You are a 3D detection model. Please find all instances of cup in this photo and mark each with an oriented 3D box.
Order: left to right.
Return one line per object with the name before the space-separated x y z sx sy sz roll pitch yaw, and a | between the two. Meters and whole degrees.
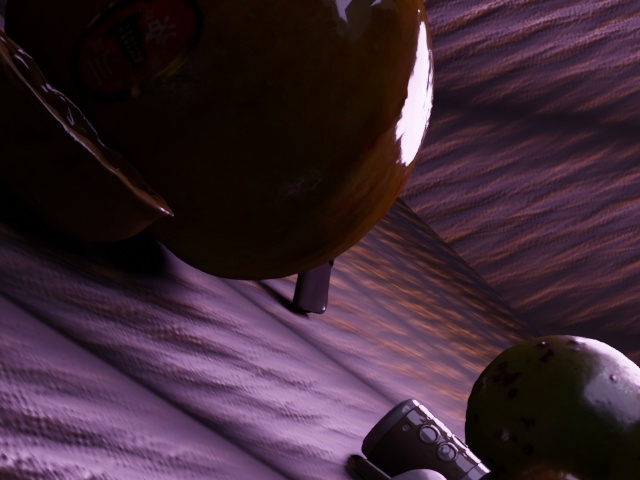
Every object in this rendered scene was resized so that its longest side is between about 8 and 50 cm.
cup | 0.081 0.203 1.732 0.099 0.102 0.074 45 -31 14

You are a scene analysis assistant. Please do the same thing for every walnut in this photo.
walnut | -0.215 -0.068 1.506 0.211 0.087 0.167 47 0 2

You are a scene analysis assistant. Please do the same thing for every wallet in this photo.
wallet | 0.000 0.000 2.072 0.018 0.157 0.082 10 -5 22

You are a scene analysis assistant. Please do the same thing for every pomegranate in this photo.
pomegranate | 0.237 0.208 1.965 0.231 0.231 0.286 46 19 16

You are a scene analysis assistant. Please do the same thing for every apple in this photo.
apple | -0.077 -0.164 1.737 0.400 0.333 0.400 50 2 -2

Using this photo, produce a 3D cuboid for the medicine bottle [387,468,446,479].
medicine bottle | 0.100 0.254 1.374 0.103 0.103 0.187 35 12 -48
